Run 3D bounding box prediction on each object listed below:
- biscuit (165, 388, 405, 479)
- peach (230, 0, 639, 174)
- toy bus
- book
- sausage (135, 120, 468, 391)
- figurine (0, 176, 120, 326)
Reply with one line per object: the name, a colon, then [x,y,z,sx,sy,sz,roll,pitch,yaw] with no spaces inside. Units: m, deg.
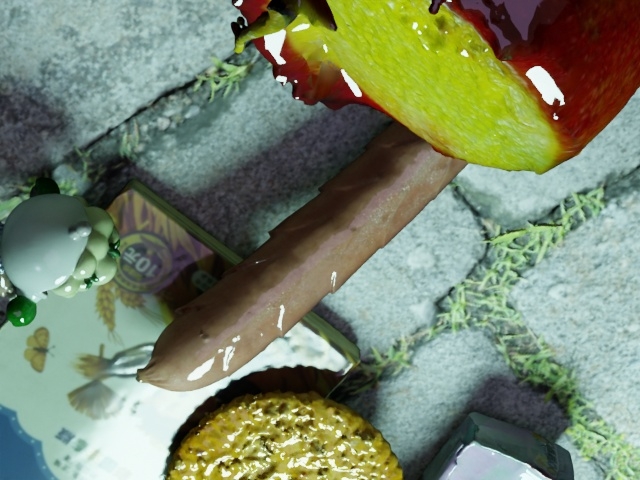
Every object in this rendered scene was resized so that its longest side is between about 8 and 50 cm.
biscuit: [-0.035,0.265,1.685,0.253,0.035,0.254,1,108,3]
peach: [0.106,-0.231,1.279,0.335,0.406,0.310,24,83,0]
toy bus: [0.125,0.320,1.756,0.138,0.112,0.317,32,107,-7]
book: [-0.208,0.178,1.692,0.300,0.039,0.428,37,105,-19]
sausage: [0.001,0.002,1.584,0.433,0.088,0.088,-41,112,5]
figurine: [-0.274,0.009,1.570,0.197,0.147,0.093,-6,154,30]
